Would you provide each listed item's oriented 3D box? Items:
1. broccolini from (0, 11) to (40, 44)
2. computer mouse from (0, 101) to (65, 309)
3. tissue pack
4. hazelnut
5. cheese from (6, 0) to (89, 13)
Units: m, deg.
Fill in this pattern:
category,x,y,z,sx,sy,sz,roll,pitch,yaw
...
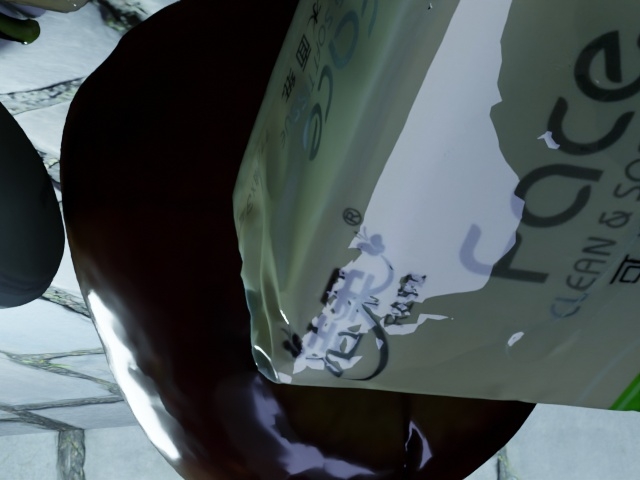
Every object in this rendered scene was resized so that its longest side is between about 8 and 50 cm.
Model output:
category,x,y,z,sx,sy,sz,roll,pitch,yaw
broccolini,-0.271,-0.189,1.314,0.054,0.051,0.239,-48,156,4
computer mouse,-0.277,-0.090,1.183,0.095,0.197,0.331,-32,129,8
tissue pack,0.159,-0.100,1.010,0.332,0.205,0.405,8,128,-18
hazelnut,0.000,0.000,1.353,0.402,0.429,0.402,-28,-163,9
cheese,-0.226,-0.207,1.135,0.167,0.093,0.123,9,177,-29
